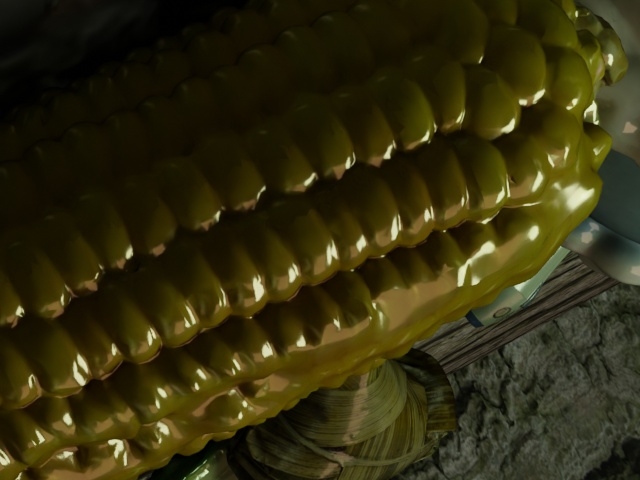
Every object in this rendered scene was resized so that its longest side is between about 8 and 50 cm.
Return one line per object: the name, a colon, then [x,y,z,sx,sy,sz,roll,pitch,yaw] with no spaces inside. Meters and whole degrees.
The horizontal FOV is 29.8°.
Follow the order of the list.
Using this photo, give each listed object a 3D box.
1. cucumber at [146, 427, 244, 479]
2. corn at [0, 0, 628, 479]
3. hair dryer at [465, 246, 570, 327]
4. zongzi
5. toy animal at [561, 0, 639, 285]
cucumber: [-0.083,0.244,1.353,0.325,0.145,0.105,-33,-149,-27]
corn: [-0.073,0.019,0.355,0.363,0.120,0.120,-28,169,-4]
hair dryer: [0.194,-0.003,1.136,0.167,0.067,0.199,-37,155,-7]
zongzi: [0.066,0.145,1.242,0.286,0.134,0.288,-19,146,-42]
toy animal: [0.170,-0.072,0.465,0.208,0.156,0.204,-31,173,-12]
